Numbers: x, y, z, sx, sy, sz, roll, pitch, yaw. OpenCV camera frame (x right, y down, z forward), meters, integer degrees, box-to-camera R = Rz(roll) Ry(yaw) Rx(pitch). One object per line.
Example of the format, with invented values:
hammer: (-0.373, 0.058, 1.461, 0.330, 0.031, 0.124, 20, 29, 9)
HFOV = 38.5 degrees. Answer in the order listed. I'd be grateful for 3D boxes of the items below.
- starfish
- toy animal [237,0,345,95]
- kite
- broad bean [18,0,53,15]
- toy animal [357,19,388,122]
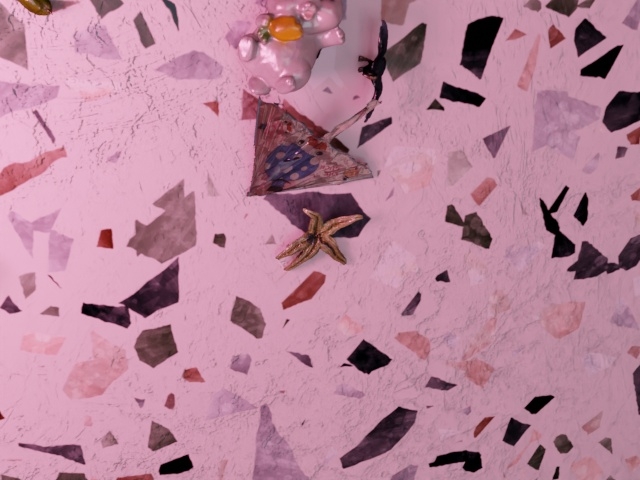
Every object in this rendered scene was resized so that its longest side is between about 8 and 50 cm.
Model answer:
starfish: (0.000, -0.001, 2.079, 0.223, 0.050, 0.217, -28, 128, 12)
toy animal: (-0.053, -0.443, 1.778, 0.209, 0.154, 0.325, 3, 96, 4)
kite: (-0.022, -0.189, 1.931, 0.368, 0.014, 0.406, -35, 142, 23)
broad bean: (-0.597, -0.477, 1.643, 0.256, 0.052, 0.053, 25, 121, -25)
toy animal: (0.112, -0.353, 1.898, 0.062, 0.108, 0.220, 4, 114, -7)
